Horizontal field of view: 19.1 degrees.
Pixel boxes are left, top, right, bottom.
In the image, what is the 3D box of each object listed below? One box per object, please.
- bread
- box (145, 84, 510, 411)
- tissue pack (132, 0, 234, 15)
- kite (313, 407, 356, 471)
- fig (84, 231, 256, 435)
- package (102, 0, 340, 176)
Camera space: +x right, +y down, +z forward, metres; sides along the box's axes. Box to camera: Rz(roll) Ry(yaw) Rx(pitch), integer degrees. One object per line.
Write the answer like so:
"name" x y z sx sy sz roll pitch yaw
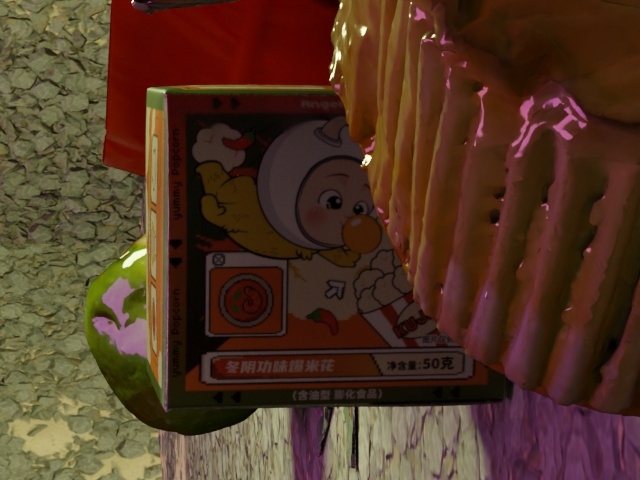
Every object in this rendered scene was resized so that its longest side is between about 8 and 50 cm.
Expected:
"bread" 0.094 -0.066 0.583 0.250 0.179 0.133 -100 9 -45
"box" 0.000 0.000 1.094 0.148 0.194 0.178 -155 66 -79
"tissue pack" -0.016 -0.287 1.042 0.238 0.238 0.306 -147 49 -79
"kite" 0.011 0.108 1.607 0.250 0.012 0.229 97 169 -46
"fig" -0.087 0.067 1.746 0.275 0.206 0.206 -25 62 48
"package" -0.046 -0.141 1.342 0.423 0.196 0.123 108 179 -61
